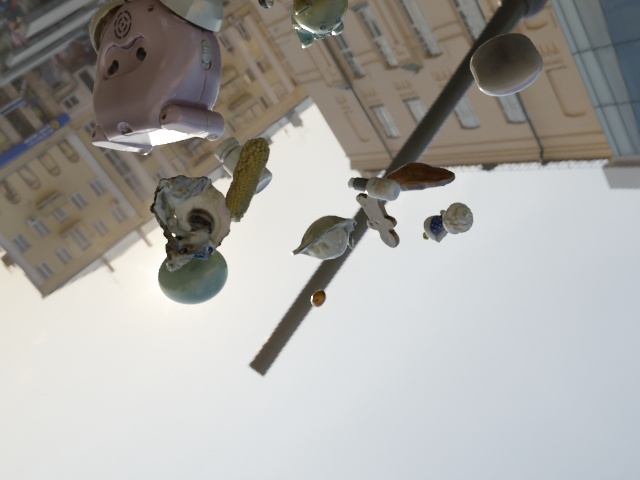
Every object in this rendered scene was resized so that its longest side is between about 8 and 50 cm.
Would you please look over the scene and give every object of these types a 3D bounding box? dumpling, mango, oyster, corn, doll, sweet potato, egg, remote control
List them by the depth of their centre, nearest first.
[{"bbox_3d":[-0.299,-0.050,1.437,0.222,0.214,0.083,-14,169,-47],"label":"oyster"},{"bbox_3d":[-0.316,0.084,1.536,0.192,0.149,0.149,-19,-155,26],"label":"egg"},{"bbox_3d":[-0.218,-0.180,1.812,0.086,0.086,0.288,-11,-128,44],"label":"corn"},{"bbox_3d":[-0.005,-0.720,1.943,0.177,0.162,0.261,-22,-172,-3],"label":"doll"},{"bbox_3d":[0.000,0.000,1.981,0.247,0.142,0.172,-33,171,31],"label":"dumpling"},{"bbox_3d":[-0.004,0.193,2.044,0.060,0.046,0.089,-58,168,-10],"label":"mango"},{"bbox_3d":[0.632,-0.606,2.132,0.221,0.103,0.332,-21,-139,17],"label":"remote control"},{"bbox_3d":[0.341,-0.231,2.246,0.359,0.112,0.112,-6,-146,41],"label":"sweet potato"},{"bbox_3d":[0.483,-0.066,2.374,0.293,0.119,0.138,-35,-144,65],"label":"doll"}]

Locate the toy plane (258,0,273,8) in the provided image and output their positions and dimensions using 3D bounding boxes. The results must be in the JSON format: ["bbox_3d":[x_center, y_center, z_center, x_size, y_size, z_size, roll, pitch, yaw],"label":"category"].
[{"bbox_3d":[-0.250,-0.835,1.821,0.204,0.316,0.103,-65,177,36],"label":"toy plane"}]

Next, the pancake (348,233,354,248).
[{"bbox_3d":[0.118,-0.013,2.535,0.017,0.108,0.108,-16,-155,12],"label":"pancake"}]

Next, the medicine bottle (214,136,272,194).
[{"bbox_3d":[-0.251,-0.243,2.028,0.103,0.187,0.103,-42,169,-10],"label":"medicine bottle"}]

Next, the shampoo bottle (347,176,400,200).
[{"bbox_3d":[0.181,-0.187,2.156,0.192,0.074,0.074,17,-131,31],"label":"shampoo bottle"}]

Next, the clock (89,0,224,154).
[{"bbox_3d":[-0.348,-0.366,1.303,0.342,0.326,0.184,-2,174,30],"label":"clock"}]

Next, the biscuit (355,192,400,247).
[{"bbox_3d":[0.273,-0.098,2.814,0.049,0.302,0.196,-37,-163,-24],"label":"biscuit"}]
